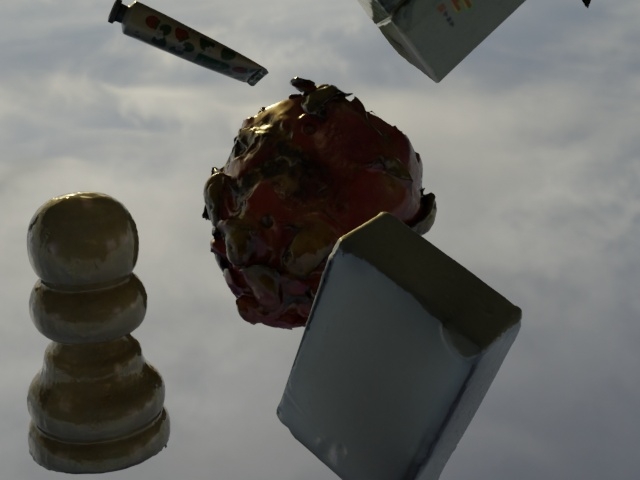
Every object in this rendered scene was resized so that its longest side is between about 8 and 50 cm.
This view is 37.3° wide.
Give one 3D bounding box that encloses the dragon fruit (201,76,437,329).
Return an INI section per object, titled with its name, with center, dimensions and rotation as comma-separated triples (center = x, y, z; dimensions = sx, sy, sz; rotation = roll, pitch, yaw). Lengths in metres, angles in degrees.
[dragon fruit]
center = 0.000, 0.000, 1.228
dimensions = 0.314, 0.296, 0.263
rotation = 40, -140, -25

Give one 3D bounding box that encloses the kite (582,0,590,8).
[kite]
center = 0.368, -0.490, 1.286
dimensions = 0.234, 0.321, 0.016
rotation = 23, -173, 6

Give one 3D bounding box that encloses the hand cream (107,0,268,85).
[hand cream]
center = -0.222, -0.330, 1.600
dimensions = 0.276, 0.095, 0.059
rotation = 22, -105, -17

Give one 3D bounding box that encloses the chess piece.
[chess piece]
center = -0.224, 0.081, 0.908
dimensions = 0.143, 0.261, 0.143
rotation = -1, -160, 1

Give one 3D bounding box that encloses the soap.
[soap]
center = 0.045, 0.088, 0.633
dimensions = 0.121, 0.183, 0.064
rotation = 38, -137, 23

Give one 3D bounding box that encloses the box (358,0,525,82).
[box]
center = 0.066, -0.257, 0.661
dimensions = 0.164, 0.256, 0.069
rotation = -43, -141, 3
